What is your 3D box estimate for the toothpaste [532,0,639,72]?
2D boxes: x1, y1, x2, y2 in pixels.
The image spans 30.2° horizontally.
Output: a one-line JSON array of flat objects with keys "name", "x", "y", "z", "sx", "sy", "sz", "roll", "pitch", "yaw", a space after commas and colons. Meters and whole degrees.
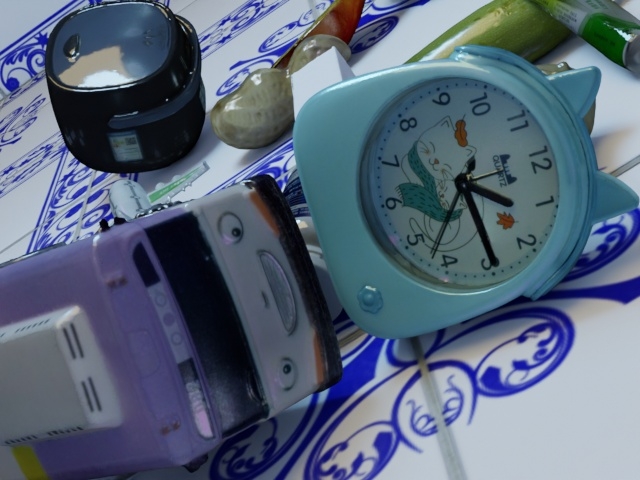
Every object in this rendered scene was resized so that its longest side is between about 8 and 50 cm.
[{"name": "toothpaste", "x": 0.293, "y": -0.232, "z": 1.237, "sx": 0.078, "sy": 0.046, "sz": 0.248, "roll": -20, "pitch": 36, "yaw": -10}]

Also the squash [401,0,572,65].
[{"name": "squash", "x": 0.198, "y": -0.225, "z": 1.368, "sx": 0.341, "sy": 0.094, "sz": 0.094, "roll": -32, "pitch": 23, "yaw": 10}]

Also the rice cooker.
[{"name": "rice cooker", "x": -0.305, "y": -0.240, "z": 1.898, "sx": 0.267, "sy": 0.224, "sz": 0.267, "roll": -4, "pitch": 51, "yaw": 6}]

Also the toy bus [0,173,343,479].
[{"name": "toy bus", "x": -0.224, "y": 0.101, "z": 1.082, "sx": 0.440, "sy": 0.209, "sz": 0.249, "roll": -16, "pitch": 5, "yaw": 39}]

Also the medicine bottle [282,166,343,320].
[{"name": "medicine bottle", "x": 0.000, "y": 0.000, "z": 1.189, "sx": 0.107, "sy": 0.107, "sz": 0.191, "roll": -25, "pitch": 25, "yaw": 26}]

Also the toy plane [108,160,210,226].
[{"name": "toy plane", "x": -0.248, "y": -0.024, "z": 1.614, "sx": 0.251, "sy": 0.101, "sz": 0.255, "roll": -37, "pitch": 18, "yaw": 0}]

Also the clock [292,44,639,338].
[{"name": "clock", "x": 0.122, "y": -0.047, "z": 0.983, "sx": 0.274, "sy": 0.223, "sz": 0.094, "roll": -15, "pitch": 3, "yaw": 28}]

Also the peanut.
[{"name": "peanut", "x": -0.053, "y": -0.210, "z": 1.687, "sx": 0.228, "sy": 0.104, "sz": 0.085, "roll": -32, "pitch": 36, "yaw": 5}]

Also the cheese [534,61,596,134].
[{"name": "cheese", "x": 0.166, "y": -0.072, "z": 1.113, "sx": 0.175, "sy": 0.091, "sz": 0.202, "roll": -18, "pitch": 30, "yaw": 37}]

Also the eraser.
[{"name": "eraser", "x": 0.017, "y": -0.157, "z": 1.510, "sx": 0.076, "sy": 0.078, "sz": 0.298, "roll": -32, "pitch": 23, "yaw": 11}]

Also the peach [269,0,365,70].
[{"name": "peach", "x": 0.005, "y": -0.310, "z": 1.825, "sx": 0.279, "sy": 0.068, "sz": 0.189, "roll": -43, "pitch": 13, "yaw": 11}]
